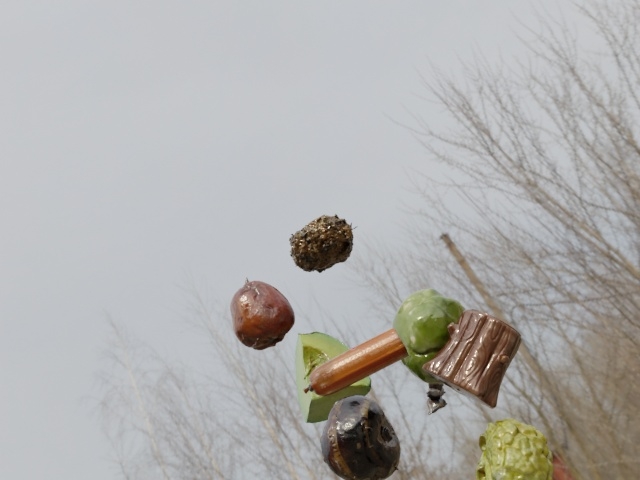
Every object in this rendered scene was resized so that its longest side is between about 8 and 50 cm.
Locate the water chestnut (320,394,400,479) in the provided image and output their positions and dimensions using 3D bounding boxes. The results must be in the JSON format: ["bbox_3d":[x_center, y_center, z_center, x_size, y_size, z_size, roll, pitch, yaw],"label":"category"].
[{"bbox_3d":[0.115,0.675,1.969,0.300,0.300,0.300,-23,-36,-17],"label":"water chestnut"}]

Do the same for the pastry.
[{"bbox_3d":[0.000,0.000,2.184,0.275,0.192,0.275,-15,-23,-7],"label":"pastry"}]

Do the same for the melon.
[{"bbox_3d":[0.012,0.540,2.456,0.331,0.343,0.226,-39,-55,17],"label":"melon"}]

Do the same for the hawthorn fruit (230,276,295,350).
[{"bbox_3d":[-0.163,0.204,1.576,0.173,0.179,0.173,-58,-3,-6],"label":"hawthorn fruit"}]

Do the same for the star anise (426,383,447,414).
[{"bbox_3d":[0.467,0.604,2.364,0.063,0.171,0.208,-5,-10,24],"label":"star anise"}]

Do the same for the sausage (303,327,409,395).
[{"bbox_3d":[0.092,0.356,1.674,0.312,0.093,0.093,-26,-34,-2],"label":"sausage"}]

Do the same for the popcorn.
[{"bbox_3d":[0.460,0.573,1.400,0.174,0.285,0.225,8,-14,10],"label":"popcorn"}]

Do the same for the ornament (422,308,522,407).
[{"bbox_3d":[0.431,0.322,1.652,0.217,0.221,0.235,-59,-11,-10],"label":"ornament"}]

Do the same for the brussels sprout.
[{"bbox_3d":[0.361,0.289,1.862,0.243,0.274,0.316,-31,18,49],"label":"brussels sprout"}]
